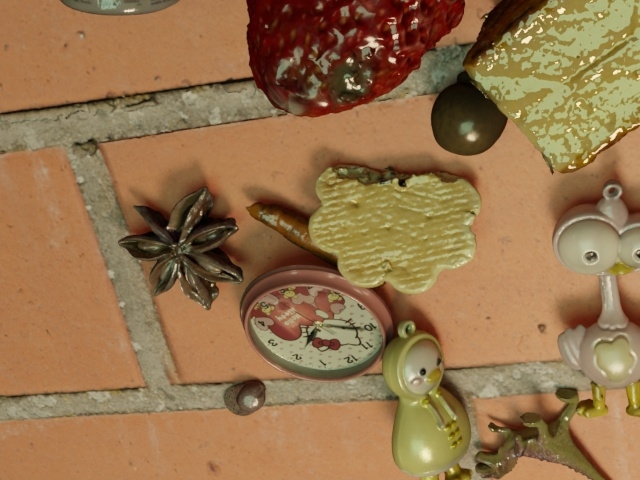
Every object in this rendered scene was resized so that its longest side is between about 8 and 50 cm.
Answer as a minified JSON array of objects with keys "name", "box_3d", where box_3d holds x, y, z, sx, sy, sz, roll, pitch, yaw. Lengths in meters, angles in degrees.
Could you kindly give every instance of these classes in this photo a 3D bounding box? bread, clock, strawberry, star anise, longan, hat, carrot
[{"name":"bread","box_3d":[0.105,-0.016,1.804,0.250,0.039,0.182,6,95,14]},{"name":"clock","box_3d":[-0.006,0.127,1.917,0.244,0.056,0.244,6,133,7]},{"name":"strawberry","box_3d":[0.036,-0.323,1.560,0.291,0.310,0.292,10,119,18]},{"name":"star anise","box_3d":[-0.205,0.020,1.936,0.212,0.073,0.197,-14,107,26]},{"name":"longan","box_3d":[0.205,-0.175,1.704,0.106,0.106,0.119,1,74,17]},{"name":"bread","box_3d":[0.351,-0.260,1.513,0.279,0.279,0.207,-38,98,26]},{"name":"hat","box_3d":[-0.126,0.269,2.052,0.087,0.042,0.058,-31,103,28]},{"name":"carrot","box_3d":[0.000,0.000,1.874,0.247,0.059,0.059,27,120,7]}]

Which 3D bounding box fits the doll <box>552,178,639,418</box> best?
[{"name":"doll","box_3d":[0.415,0.083,1.765,0.160,0.094,0.365,-1,116,14]}]

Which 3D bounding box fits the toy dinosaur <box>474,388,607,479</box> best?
[{"name":"toy dinosaur","box_3d":[0.369,0.326,1.928,0.251,0.072,0.200,2,127,3]}]

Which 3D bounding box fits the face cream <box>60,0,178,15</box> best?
[{"name":"face cream","box_3d":[-0.274,-0.400,1.687,0.177,0.177,0.153,9,120,13]}]

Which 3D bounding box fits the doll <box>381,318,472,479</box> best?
[{"name":"doll","box_3d":[0.162,0.257,1.904,0.117,0.141,0.296,21,130,49]}]
